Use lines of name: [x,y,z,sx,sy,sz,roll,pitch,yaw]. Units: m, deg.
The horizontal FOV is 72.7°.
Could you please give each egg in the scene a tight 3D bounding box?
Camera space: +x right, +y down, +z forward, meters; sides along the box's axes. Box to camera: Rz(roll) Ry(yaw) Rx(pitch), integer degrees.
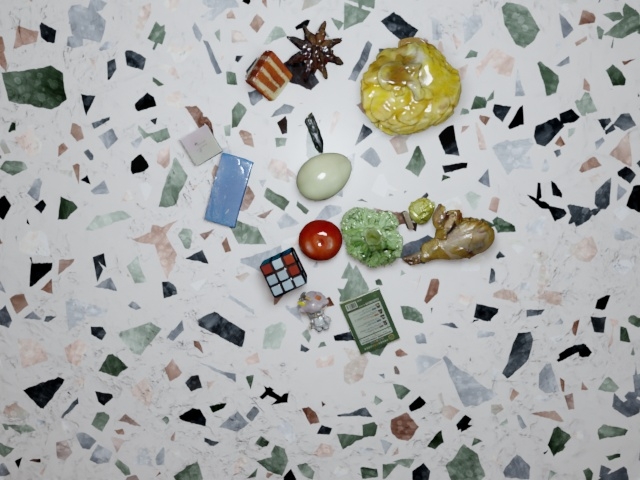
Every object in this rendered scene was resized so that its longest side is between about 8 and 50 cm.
egg: [0.017,-0.276,1.861,0.254,0.188,0.188,-30,97,-1]

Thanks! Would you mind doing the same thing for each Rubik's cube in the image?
Rubik's cube: [-0.159,0.139,1.925,0.162,0.160,0.163,-24,98,1]

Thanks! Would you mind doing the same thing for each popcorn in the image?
popcorn: [0.447,-0.134,1.937,0.106,0.120,0.116,26,55,26]
popcorn: [0.354,-0.607,1.770,0.391,0.343,0.354,17,140,-25]

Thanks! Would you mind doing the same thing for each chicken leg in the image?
chicken leg: [0.537,-0.021,1.919,0.410,0.182,0.295,-24,115,19]

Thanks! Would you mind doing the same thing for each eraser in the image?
eraser: [-0.406,-0.222,1.933,0.144,0.042,0.311,17,97,-3]

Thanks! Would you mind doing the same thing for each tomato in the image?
tomato: [0.000,0.000,1.923,0.196,0.136,0.194,0,98,-1]

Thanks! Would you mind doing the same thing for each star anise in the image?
star anise: [-0.028,-0.807,1.837,0.273,0.102,0.271,0,94,0]

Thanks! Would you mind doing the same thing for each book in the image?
book: [0.230,0.375,2.030,0.202,0.027,0.263,-23,96,1]

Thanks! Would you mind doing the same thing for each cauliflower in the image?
cauliflower: [0.226,-0.010,1.869,0.276,0.250,0.271,-1,95,-1]

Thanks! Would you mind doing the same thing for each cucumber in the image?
cucumber: [-0.023,-0.470,1.909,0.053,0.053,0.181,-22,100,2]

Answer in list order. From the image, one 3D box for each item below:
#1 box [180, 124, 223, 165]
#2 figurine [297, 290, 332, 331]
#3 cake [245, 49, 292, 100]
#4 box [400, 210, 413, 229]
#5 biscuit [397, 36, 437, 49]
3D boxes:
box: [-0.517,-0.414,1.902,0.129,0.051,0.130,-30,97,2]
figurine: [-0.022,0.312,1.981,0.138,0.112,0.228,-17,111,9]
cake: [-0.201,-0.666,1.786,0.160,0.262,0.158,34,100,-25]
box: [0.391,-0.092,1.960,0.024,0.053,0.083,-20,98,1]
biscuit: [0.427,-0.795,1.884,0.221,0.029,0.141,31,96,-5]
